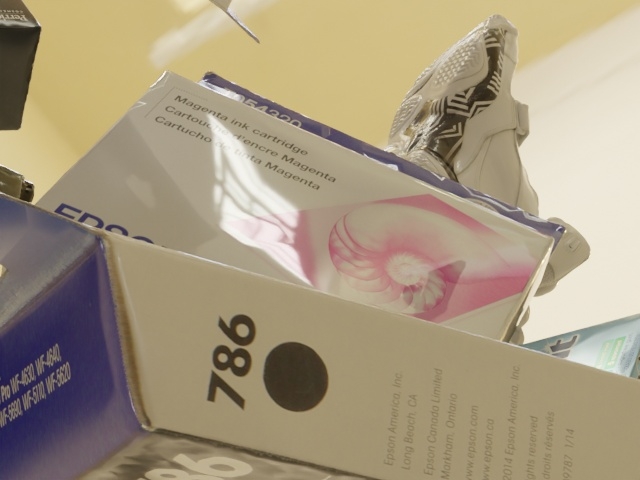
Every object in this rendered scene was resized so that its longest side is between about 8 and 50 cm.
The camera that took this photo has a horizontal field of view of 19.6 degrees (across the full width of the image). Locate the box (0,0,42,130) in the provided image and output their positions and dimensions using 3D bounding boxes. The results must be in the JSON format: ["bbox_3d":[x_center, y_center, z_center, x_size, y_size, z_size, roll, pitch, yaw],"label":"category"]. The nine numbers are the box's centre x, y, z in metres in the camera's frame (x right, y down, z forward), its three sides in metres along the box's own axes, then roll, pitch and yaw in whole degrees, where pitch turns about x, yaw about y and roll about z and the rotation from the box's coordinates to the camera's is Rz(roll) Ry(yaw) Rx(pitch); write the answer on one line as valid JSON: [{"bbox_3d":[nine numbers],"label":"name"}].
[{"bbox_3d":[-0.371,-0.167,1.402,0.184,0.261,0.103,54,-44,40],"label":"box"}]

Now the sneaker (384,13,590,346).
[{"bbox_3d":[0.173,-0.059,1.906,0.137,0.210,0.365,-35,-157,47],"label":"sneaker"}]

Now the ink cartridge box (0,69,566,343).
[{"bbox_3d":[-0.008,-0.007,1.330,0.330,0.324,0.071,-55,165,-48],"label":"ink cartridge box"}]

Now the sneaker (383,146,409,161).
[{"bbox_3d":[0.000,0.000,1.745,0.095,0.090,0.235,-16,150,-41],"label":"sneaker"}]

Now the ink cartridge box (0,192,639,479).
[{"bbox_3d":[0.006,0.076,0.636,0.165,0.333,0.065,144,-41,-60],"label":"ink cartridge box"}]

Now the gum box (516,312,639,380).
[{"bbox_3d":[0.204,0.141,1.616,0.184,0.041,0.157,-19,-153,37],"label":"gum box"}]

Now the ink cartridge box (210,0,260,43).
[{"bbox_3d":[-0.134,-0.244,1.256,0.045,0.208,0.206,-46,-129,8],"label":"ink cartridge box"}]

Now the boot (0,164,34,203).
[{"bbox_3d":[-0.189,-0.065,0.845,0.246,0.161,0.083,-39,-152,22],"label":"boot"}]
